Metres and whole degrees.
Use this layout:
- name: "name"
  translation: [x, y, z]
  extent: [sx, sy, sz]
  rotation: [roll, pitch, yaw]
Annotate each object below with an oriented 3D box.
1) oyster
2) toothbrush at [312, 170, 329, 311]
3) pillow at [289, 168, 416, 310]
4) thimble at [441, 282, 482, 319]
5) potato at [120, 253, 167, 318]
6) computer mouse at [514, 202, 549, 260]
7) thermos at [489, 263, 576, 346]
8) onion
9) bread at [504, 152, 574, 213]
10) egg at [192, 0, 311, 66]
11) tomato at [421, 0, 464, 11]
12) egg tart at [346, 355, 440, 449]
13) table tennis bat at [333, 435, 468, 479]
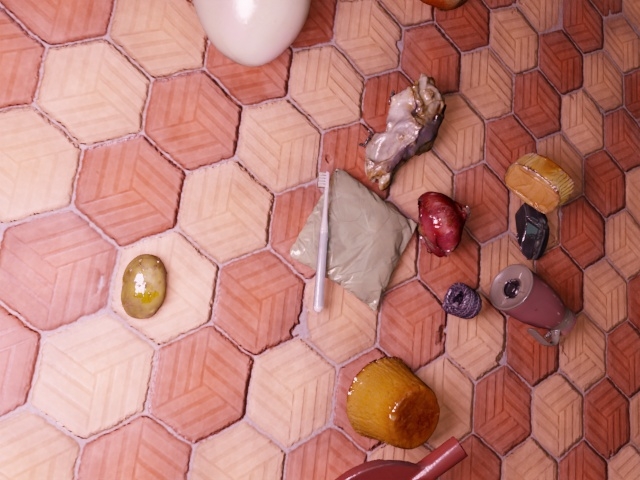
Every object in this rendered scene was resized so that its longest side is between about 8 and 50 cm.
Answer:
- name: "oyster"
  translation: [0.224, -0.294, 1.491]
  extent: [0.337, 0.133, 0.198]
  rotation: [-48, 131, -11]
- name: "toothbrush"
  translation: [0.002, 0.000, 1.331]
  extent: [0.030, 0.025, 0.342]
  rotation: [3, 84, -11]
- name: "pillow"
  translation: [0.095, -0.006, 1.413]
  extent: [0.281, 0.076, 0.274]
  rotation: [34, 70, -17]
- name: "thimble"
  translation: [0.391, 0.166, 1.517]
  extent: [0.066, 0.104, 0.095]
  rotation: [22, 70, -20]
- name: "potato"
  translation: [-0.370, 0.095, 1.161]
  extent: [0.092, 0.070, 0.137]
  rotation: [7, 78, -25]
- name: "computer mouse"
  translation: [0.664, -0.035, 1.716]
  extent: [0.106, 0.062, 0.192]
  rotation: [9, 76, -25]
- name: "thermos"
  translation: [0.635, 0.202, 1.618]
  extent: [0.265, 0.146, 0.176]
  rotation: [32, 62, -25]
- name: "onion"
  translation: [0.331, -0.048, 1.477]
  extent: [0.147, 0.184, 0.184]
  rotation: [-15, 88, 9]
- name: "bread"
  translation: [0.669, -0.179, 1.686]
  extent: [0.114, 0.132, 0.190]
  rotation: [-32, 66, -29]
- name: "egg"
  translation: [-0.158, -0.577, 1.272]
  extent: [0.283, 0.283, 0.345]
  rotation: [-2, 97, -27]
- name: "tomato"
  translation: [0.383, -0.844, 1.613]
  extent: [0.304, 0.239, 0.303]
  rotation: [5, 77, -22]
- name: "egg tart"
  translation: [0.182, 0.398, 1.333]
  extent: [0.215, 0.171, 0.215]
  rotation: [-5, 99, -31]
- name: "table tennis bat"
  translation: [0.155, 0.589, 1.264]
  extent: [0.415, 0.051, 0.268]
  rotation: [-34, 117, -4]
